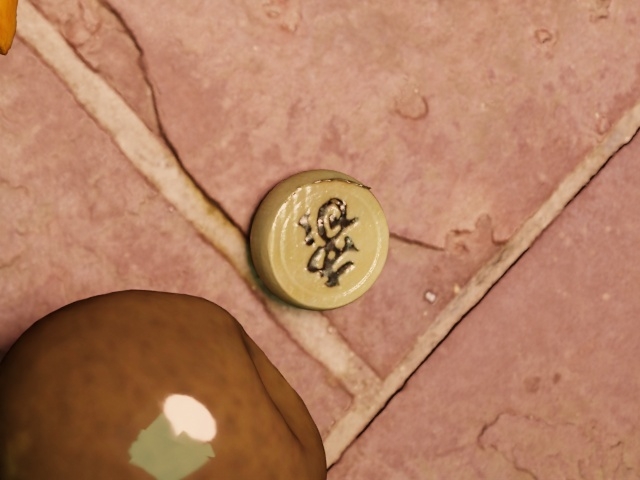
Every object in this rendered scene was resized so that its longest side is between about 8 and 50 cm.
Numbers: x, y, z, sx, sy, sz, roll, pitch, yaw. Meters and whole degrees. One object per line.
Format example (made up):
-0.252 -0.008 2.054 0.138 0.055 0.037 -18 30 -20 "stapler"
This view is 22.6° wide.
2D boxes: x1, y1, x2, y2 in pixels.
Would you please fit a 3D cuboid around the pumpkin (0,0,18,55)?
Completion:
-0.349 -0.337 1.378 0.258 0.095 0.290 18 88 -21 "pumpkin"

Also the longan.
-0.147 0.199 1.466 0.350 0.288 0.288 43 81 -33 "longan"

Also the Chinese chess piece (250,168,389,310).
0.000 0.000 1.614 0.144 0.058 0.144 -4 100 -24 "Chinese chess piece"
